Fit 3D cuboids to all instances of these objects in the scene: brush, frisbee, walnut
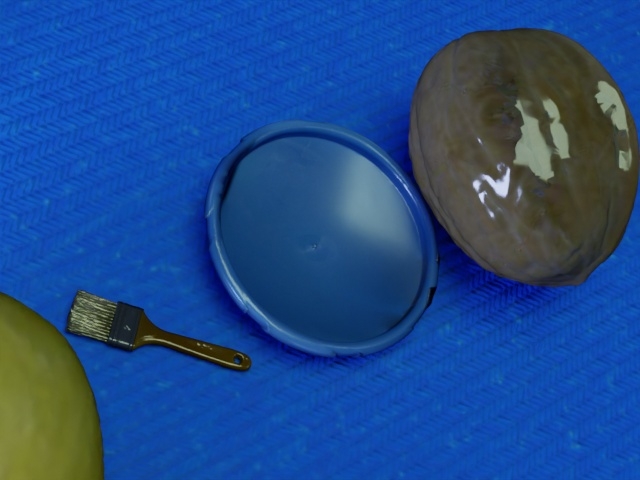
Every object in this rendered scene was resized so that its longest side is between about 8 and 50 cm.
[{"bbox_3d":[-0.141,0.086,1.248,0.170,0.014,0.043,18,61,-12],"label":"brush"},{"bbox_3d":[0.000,0.000,1.324,0.242,0.045,0.242,12,61,-23],"label":"frisbee"},{"bbox_3d":[0.196,-0.078,1.344,0.225,0.225,0.261,-21,82,-28],"label":"walnut"}]

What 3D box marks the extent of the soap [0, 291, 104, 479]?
[{"bbox_3d":[-0.316,0.235,1.030,0.306,0.115,0.427,11,81,-20],"label":"soap"}]
